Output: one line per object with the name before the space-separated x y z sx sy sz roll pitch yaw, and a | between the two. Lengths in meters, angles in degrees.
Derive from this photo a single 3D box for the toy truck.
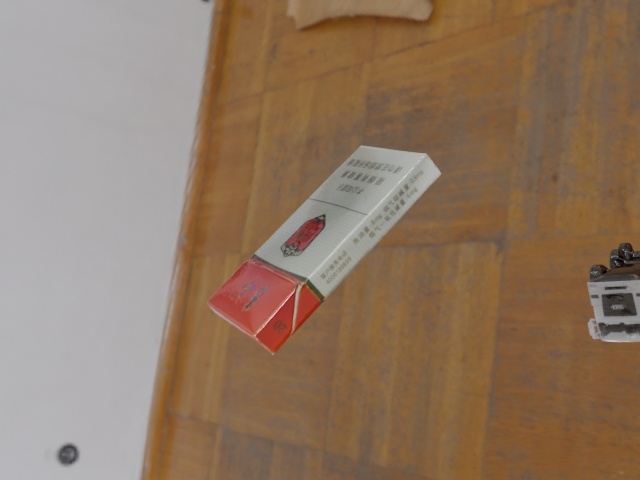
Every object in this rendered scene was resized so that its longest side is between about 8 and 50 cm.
toy truck | 0.468 0.074 1.254 0.101 0.242 0.125 -4 99 38

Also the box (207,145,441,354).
box | 0.000 0.000 0.879 0.245 0.035 0.139 -45 26 -12
